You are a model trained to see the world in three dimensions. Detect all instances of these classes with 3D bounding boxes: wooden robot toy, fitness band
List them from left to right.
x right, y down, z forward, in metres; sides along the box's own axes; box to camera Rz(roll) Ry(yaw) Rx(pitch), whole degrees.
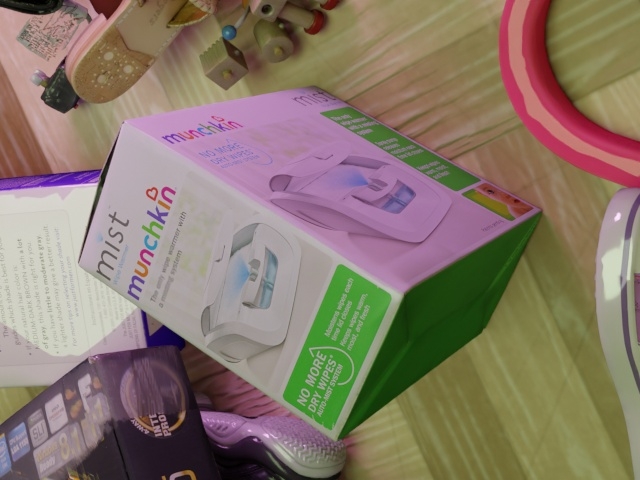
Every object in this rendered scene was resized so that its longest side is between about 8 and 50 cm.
[{"bbox_3d":[-0.038,-0.208,0.949,0.173,0.076,0.079,-52,40,30],"label":"wooden robot toy"},{"bbox_3d":[0.263,-0.129,0.793,0.291,0.054,0.209,22,115,25],"label":"fitness band"}]

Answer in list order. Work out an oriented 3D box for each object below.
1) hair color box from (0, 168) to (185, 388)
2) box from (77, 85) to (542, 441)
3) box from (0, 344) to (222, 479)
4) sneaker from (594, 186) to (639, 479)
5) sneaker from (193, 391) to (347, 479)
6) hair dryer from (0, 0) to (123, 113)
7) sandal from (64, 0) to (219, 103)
[{"bbox_3d":[-0.311,0.038,1.078,0.339,0.110,0.185,-4,102,11],"label":"hair color box"},{"bbox_3d":[0.000,0.000,0.852,0.231,0.262,0.127,32,116,20],"label":"box"},{"bbox_3d":[-0.212,0.309,1.014,0.395,0.097,0.318,-34,67,42],"label":"box"},{"bbox_3d":[0.291,0.090,0.801,0.161,0.102,0.282,-5,111,35],"label":"sneaker"},{"bbox_3d":[-0.111,0.225,1.053,0.268,0.101,0.153,9,93,24],"label":"sneaker"},{"bbox_3d":[-0.227,-0.229,0.964,0.293,0.223,0.080,-42,42,28],"label":"hair dryer"},{"bbox_3d":[-0.111,-0.193,0.926,0.240,0.088,0.079,-49,49,15],"label":"sandal"}]
